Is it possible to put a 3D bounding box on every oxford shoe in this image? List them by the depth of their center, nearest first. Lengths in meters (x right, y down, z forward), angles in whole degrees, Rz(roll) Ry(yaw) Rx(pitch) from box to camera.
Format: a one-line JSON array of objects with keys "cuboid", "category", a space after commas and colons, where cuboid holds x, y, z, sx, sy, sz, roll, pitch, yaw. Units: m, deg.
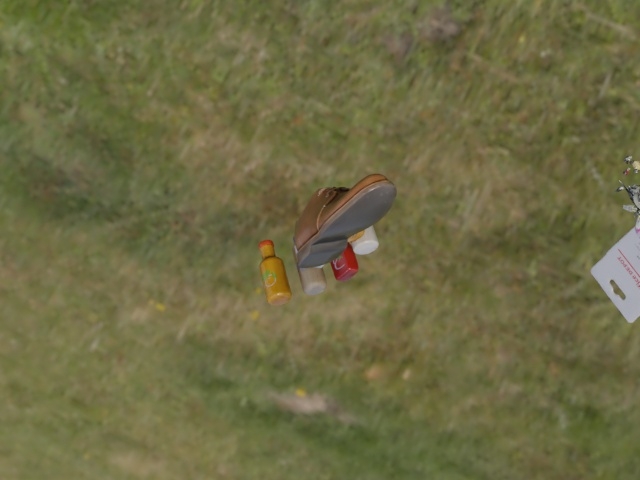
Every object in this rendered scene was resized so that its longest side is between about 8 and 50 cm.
[{"cuboid": [0.019, -0.039, 1.700, 0.076, 0.076, 0.212, -4, 159, -33], "category": "oxford shoe"}]

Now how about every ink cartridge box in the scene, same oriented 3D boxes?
[{"cuboid": [0.482, 0.022, 1.965, 0.181, 0.061, 0.104, -48, 65, 32], "category": "ink cartridge box"}]

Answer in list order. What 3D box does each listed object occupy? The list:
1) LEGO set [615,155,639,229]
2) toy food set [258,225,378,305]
[{"cuboid": [0.307, -0.049, 1.328, 0.054, 0.083, 0.023, 8, 146, -29], "category": "LEGO set"}, {"cuboid": [0.000, 0.000, 2.109, 0.111, 0.104, 0.232, 4, 146, -33], "category": "toy food set"}]
